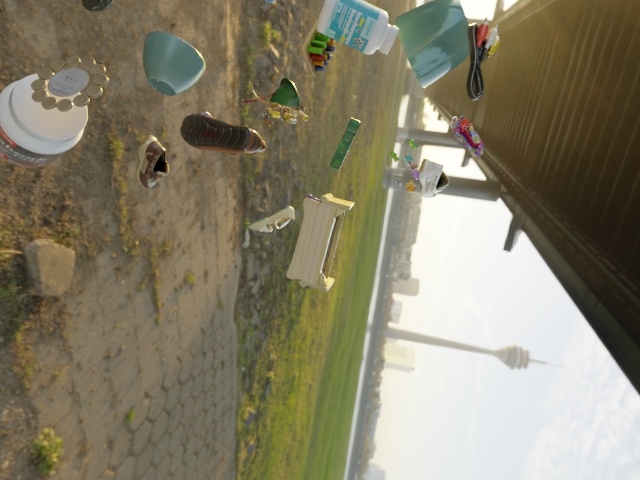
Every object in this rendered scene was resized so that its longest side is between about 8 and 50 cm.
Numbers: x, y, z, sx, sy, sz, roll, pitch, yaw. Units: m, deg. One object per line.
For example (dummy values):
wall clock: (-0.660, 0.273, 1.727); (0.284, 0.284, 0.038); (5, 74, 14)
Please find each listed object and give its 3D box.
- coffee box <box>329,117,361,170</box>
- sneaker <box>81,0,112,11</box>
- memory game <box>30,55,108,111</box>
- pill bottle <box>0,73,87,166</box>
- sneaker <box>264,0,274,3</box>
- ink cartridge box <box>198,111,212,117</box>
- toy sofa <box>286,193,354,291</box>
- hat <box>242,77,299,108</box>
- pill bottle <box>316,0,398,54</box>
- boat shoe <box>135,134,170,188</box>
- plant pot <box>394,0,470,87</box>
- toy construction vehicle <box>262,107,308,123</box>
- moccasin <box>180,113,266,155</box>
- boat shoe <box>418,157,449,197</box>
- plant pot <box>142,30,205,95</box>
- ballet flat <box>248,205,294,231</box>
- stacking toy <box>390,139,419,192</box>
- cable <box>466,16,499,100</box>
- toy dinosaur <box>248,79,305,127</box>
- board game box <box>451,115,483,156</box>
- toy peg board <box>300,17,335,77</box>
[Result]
coffee box: (0.088, -0.347, 1.463); (0.113, 0.040, 0.184); (-79, -166, -73)
sneaker: (-0.800, -0.953, 1.505); (0.101, 0.267, 0.106); (52, 21, -21)
memory game: (-0.620, -0.389, 1.009); (0.012, 0.186, 0.186); (92, 11, -64)
pill bottle: (-0.829, -0.344, 1.192); (0.210, 0.362, 0.211); (3, 85, -44)
sneaker: (-0.204, -1.023, 1.638); (0.067, 0.078, 0.188); (16, 65, -36)
ink cartridge box: (-0.509, -0.496, 1.768); (0.097, 0.207, 0.046); (47, 71, -31)
toy sofa: (0.000, 0.000, 1.596); (0.150, 0.176, 0.363); (-39, 144, -74)
hat: (-0.218, -0.619, 1.844); (0.173, 0.183, 0.208); (67, -21, -6)
pill bottle: (0.129, -0.736, 1.392); (0.146, 0.263, 0.146); (-159, -90, -82)
boat shoe: (-0.777, -0.339, 1.917); (0.123, 0.123, 0.342); (-56, -178, -39)
plant pot: (0.456, -0.786, 1.579); (0.293, 0.235, 0.293); (41, 38, -43)
toy construction vehicle: (-0.093, -0.338, 1.096); (0.085, 0.098, 0.035); (-14, 121, -51)
moccasin: (-0.379, -0.401, 1.563); (0.147, 0.379, 0.139); (11, 90, -65)
boat shoe: (0.429, -0.216, 1.516); (0.277, 0.096, 0.098); (32, 76, -67)
plant pot: (-0.727, -0.818, 1.960); (0.290, 0.289, 0.196); (64, 41, -74)
ballet flat: (-0.233, -0.084, 1.961); (0.086, 0.248, 0.086); (57, 19, -32)
stacking toy: (0.419, -0.341, 1.881); (0.052, 0.221, 0.167); (-34, -174, -27)
cable: (0.544, -0.626, 1.383); (0.139, 0.072, 0.288); (29, 68, -33)
toy dinosaur: (-0.157, -0.438, 1.350); (0.064, 0.211, 0.113); (109, 0, -63)
board game box: (0.531, -0.374, 1.434); (0.033, 0.168, 0.133); (-37, -145, 46)
toy peg board: (0.010, -0.783, 1.674); (0.161, 0.079, 0.161); (-63, 155, -11)
